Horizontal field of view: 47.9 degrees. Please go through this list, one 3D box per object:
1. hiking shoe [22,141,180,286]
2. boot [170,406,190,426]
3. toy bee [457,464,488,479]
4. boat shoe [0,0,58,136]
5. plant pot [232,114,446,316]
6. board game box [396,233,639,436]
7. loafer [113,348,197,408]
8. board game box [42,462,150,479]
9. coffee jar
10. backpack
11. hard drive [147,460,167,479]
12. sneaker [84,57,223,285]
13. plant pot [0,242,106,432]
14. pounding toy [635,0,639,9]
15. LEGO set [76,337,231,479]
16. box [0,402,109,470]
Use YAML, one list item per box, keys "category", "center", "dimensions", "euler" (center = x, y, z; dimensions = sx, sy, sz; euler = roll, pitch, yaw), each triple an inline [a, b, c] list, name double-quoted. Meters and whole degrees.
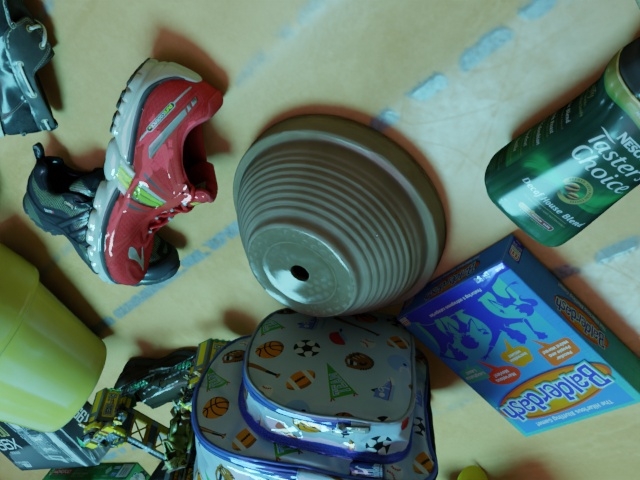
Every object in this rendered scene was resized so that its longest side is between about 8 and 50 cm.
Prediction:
- category: "hiking shoe"
  center: [-0.274, -0.029, 0.896]
  dimensions: [0.227, 0.086, 0.114]
  euler: [29, 138, 4]
- category: "boot"
  center: [-0.182, 0.310, 1.177]
  dimensions: [0.118, 0.042, 0.087]
  euler: [6, 138, 36]
- category: "toy bee"
  center: [0.198, 0.396, 0.966]
  dimensions: [0.162, 0.298, 0.195]
  euler: [5, 98, -8]
- category: "boat shoe"
  center: [-0.332, -0.221, 0.784]
  dimensions: [0.079, 0.084, 0.233]
  euler: [-3, 129, -16]
- category: "plant pot"
  center: [0.000, 0.000, 0.743]
  dimensions: [0.237, 0.109, 0.237]
  euler: [17, 135, 18]
- category: "board game box"
  center: [0.210, 0.109, 0.758]
  dimensions: [0.210, 0.047, 0.160]
  euler: [42, 136, -9]
- category: "loafer"
  center: [-0.239, 0.226, 1.105]
  dimensions: [0.220, 0.078, 0.080]
  euler: [-16, 118, 39]
- category: "board game box"
  center: [-0.434, 0.565, 1.547]
  dimensions: [0.317, 0.046, 0.213]
  euler: [-15, 120, 38]
- category: "coffee jar"
  center: [0.222, -0.077, 0.564]
  dimensions: [0.096, 0.079, 0.184]
  euler: [39, 136, -6]
- category: "backpack"
  center: [-0.009, 0.199, 0.787]
  dimensions: [0.263, 0.276, 0.213]
  euler: [-1, 112, 7]
- category: "hard drive"
  center: [-0.135, 0.521, 1.319]
  dimensions: [0.237, 0.064, 0.339]
  euler: [-25, 113, 43]
- category: "sneaker"
  center: [-0.173, -0.052, 0.778]
  dimensions: [0.118, 0.107, 0.279]
  euler: [20, 122, -1]
- category: "plant pot"
  center: [-0.469, 0.164, 1.088]
  dimensions: [0.254, 0.254, 0.239]
  euler: [-21, 131, 41]
- category: "pounding toy"
  center: [0.320, -0.124, 0.408]
  dimensions: [0.270, 0.155, 0.154]
  euler: [2, 124, 29]
- category: "LEGO set"
  center: [-0.178, 0.300, 0.989]
  dimensions: [0.331, 0.192, 0.255]
  euler: [-21, 130, 24]
- category: "box"
  center: [-0.572, 0.340, 1.406]
  dimensions: [0.307, 0.076, 0.242]
  euler: [-17, 118, 39]
